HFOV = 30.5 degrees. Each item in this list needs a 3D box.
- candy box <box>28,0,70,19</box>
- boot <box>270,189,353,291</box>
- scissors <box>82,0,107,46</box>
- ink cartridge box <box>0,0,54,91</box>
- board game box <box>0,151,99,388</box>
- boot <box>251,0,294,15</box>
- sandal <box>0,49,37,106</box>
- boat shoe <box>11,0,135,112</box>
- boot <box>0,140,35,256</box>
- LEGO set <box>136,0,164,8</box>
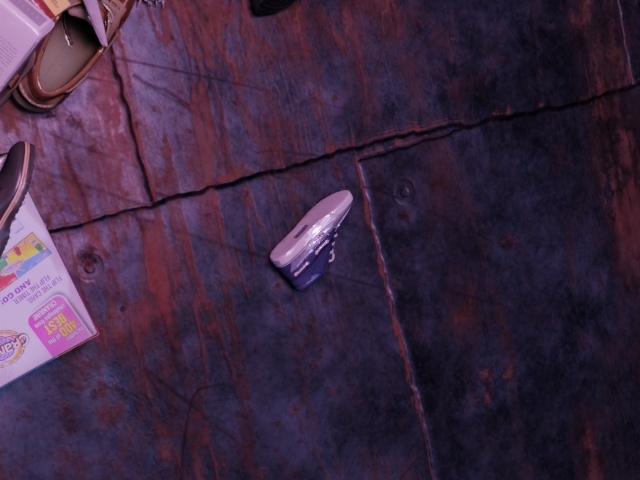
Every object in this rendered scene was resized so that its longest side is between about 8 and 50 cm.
[{"bbox_3d":[-0.451,-0.359,1.733,0.053,0.186,0.109,-45,110,-25],"label":"candy box"},{"bbox_3d":[0.000,0.000,2.073,0.190,0.069,0.086,-43,118,-13],"label":"boot"},{"bbox_3d":[-0.349,-0.393,1.767,0.109,0.297,0.021,-31,143,-16],"label":"scissors"},{"bbox_3d":[-0.569,-0.307,1.660,0.296,0.261,0.066,41,27,-11],"label":"ink cartridge box"},{"bbox_3d":[-0.513,0.060,1.776,0.242,0.064,0.316,-29,105,-26],"label":"board game box"},{"bbox_3d":[-0.074,-0.534,1.989,0.094,0.246,0.207,-10,61,-50],"label":"boot"},{"bbox_3d":[-0.474,-0.257,1.738,0.072,0.180,0.049,42,35,1],"label":"sandal"},{"bbox_3d":[-0.361,-0.339,1.823,0.122,0.120,0.324,33,75,-26],"label":"boat shoe"},{"bbox_3d":[-0.505,-0.068,1.703,0.137,0.077,0.198,22,79,-23],"label":"boot"},{"bbox_3d":[-0.270,-0.412,1.929,0.054,0.023,0.083,32,76,-26],"label":"LEGO set"}]
